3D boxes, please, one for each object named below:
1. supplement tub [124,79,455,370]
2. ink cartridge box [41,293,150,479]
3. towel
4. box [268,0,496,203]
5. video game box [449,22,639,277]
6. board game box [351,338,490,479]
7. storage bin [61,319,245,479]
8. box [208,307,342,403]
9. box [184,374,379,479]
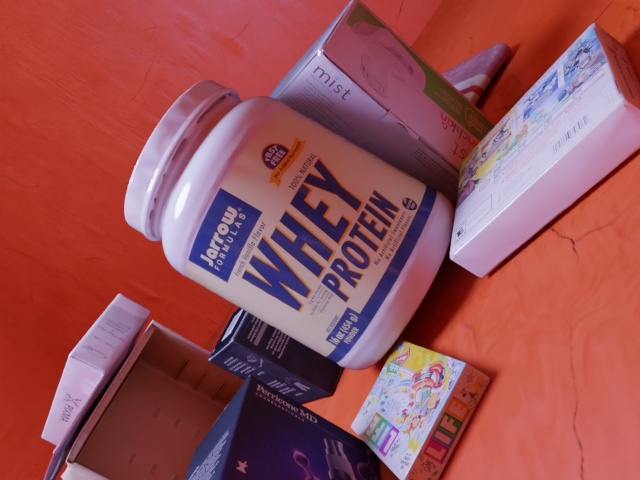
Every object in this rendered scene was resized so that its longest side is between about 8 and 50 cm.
[{"bbox_3d":[-0.034,-0.022,0.669,0.235,0.324,0.235,-60,-1,-2],"label":"supplement tub"},{"bbox_3d":[-0.392,0.265,0.895,0.296,0.066,0.261,-55,8,39],"label":"ink cartridge box"},{"bbox_3d":[0.193,-0.173,0.992,0.329,0.037,0.237,-60,11,-1],"label":"towel"},{"bbox_3d":[0.060,-0.143,0.771,0.231,0.262,0.127,-33,26,53],"label":"box"},{"bbox_3d":[0.211,-0.087,0.548,0.205,0.048,0.187,-50,13,40],"label":"video game box"},{"bbox_3d":[0.082,0.149,0.508,0.103,0.026,0.154,-60,9,-9],"label":"board game box"},{"bbox_3d":[-0.242,0.319,0.948,0.123,0.262,0.260,-52,10,37],"label":"storage bin"},{"bbox_3d":[-0.062,0.161,0.830,0.093,0.158,0.156,-64,11,-29],"label":"box"},{"bbox_3d":[-0.038,0.235,0.461,0.108,0.153,0.207,-55,10,17],"label":"box"}]
